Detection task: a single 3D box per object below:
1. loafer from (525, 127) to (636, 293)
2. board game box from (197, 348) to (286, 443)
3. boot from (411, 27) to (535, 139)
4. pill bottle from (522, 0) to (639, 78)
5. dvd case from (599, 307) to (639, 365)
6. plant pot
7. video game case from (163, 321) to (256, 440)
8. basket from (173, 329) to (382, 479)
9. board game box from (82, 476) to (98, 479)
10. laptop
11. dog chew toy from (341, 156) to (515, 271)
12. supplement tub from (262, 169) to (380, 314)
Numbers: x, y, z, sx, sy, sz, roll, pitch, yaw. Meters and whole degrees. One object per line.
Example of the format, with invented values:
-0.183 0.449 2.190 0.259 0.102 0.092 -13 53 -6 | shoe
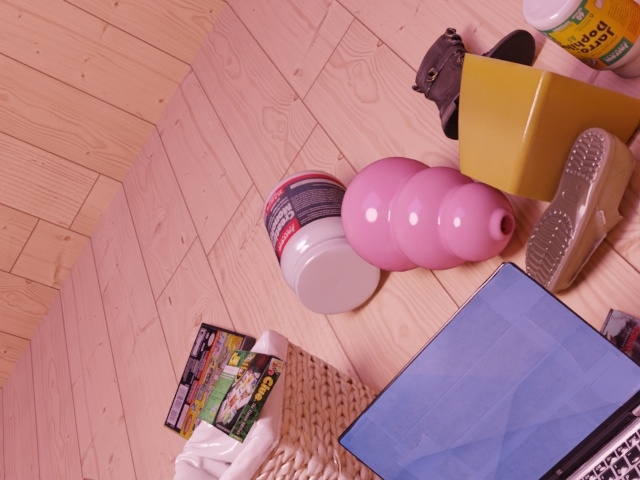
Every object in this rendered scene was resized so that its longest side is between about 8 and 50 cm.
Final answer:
0.390 -0.032 1.327 0.102 0.092 0.268 -119 43 -55 | loafer
-0.129 0.240 1.424 0.136 0.030 0.260 -63 14 -12 | board game box
0.275 -0.339 1.708 0.263 0.091 0.229 -50 35 29 | boot
0.418 -0.330 1.363 0.118 0.208 0.117 -36 42 40 | pill bottle
0.423 0.149 1.221 0.119 0.013 0.087 28 94 60 | dvd case
0.335 -0.165 1.400 0.212 0.212 0.187 35 112 59 | plant pot
-0.266 0.343 2.137 0.248 0.035 0.274 5 73 58 | video game case
-0.069 0.390 1.502 0.328 0.266 0.331 -55 15 19 | basket
-0.477 0.672 2.130 0.275 0.144 0.142 -2 68 58 | board game box
0.266 0.320 1.130 0.382 0.236 0.407 -51 34 25 | laptop
0.190 -0.040 1.543 0.332 0.207 0.206 7 76 50 | dog chew toy
0.000 0.000 1.804 0.191 0.191 0.272 -53 33 21 | supplement tub
